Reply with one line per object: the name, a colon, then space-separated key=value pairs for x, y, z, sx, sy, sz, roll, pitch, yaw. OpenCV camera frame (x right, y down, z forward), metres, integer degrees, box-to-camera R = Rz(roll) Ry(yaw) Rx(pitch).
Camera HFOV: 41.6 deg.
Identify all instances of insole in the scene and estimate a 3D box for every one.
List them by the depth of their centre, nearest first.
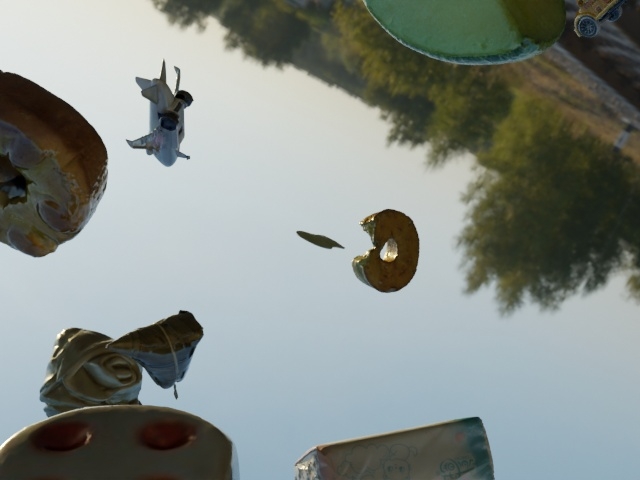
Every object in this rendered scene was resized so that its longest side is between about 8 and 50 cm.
insole: x=0.000 y=0.000 z=1.496 sx=0.065 sy=0.004 sz=0.197 roll=30 pitch=-173 yaw=15

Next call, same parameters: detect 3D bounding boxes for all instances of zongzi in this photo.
zongzi: x=-0.303 y=0.213 z=1.448 sx=0.178 sy=0.189 sz=0.081 roll=-14 pitch=-128 yaw=-39

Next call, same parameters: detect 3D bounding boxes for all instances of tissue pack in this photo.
tissue pack: x=0.109 y=0.357 z=1.294 sx=0.271 sy=0.201 sz=0.124 roll=-6 pitch=-112 yaw=-15

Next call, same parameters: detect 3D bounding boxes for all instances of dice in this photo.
dice: x=-0.258 y=0.408 z=1.067 sx=0.304 sy=0.304 sz=0.277 roll=1 pitch=-155 yaw=-1

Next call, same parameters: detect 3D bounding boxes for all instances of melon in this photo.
melon: x=0.290 y=-0.431 z=1.456 sx=0.331 sy=0.226 sz=0.343 roll=17 pitch=-156 yaw=36

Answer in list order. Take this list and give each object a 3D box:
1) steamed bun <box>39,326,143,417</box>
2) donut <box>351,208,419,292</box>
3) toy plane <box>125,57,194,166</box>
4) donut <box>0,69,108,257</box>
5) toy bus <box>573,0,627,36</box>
steamed bun: x=-0.415 y=0.277 z=1.614 sx=0.211 sy=0.144 sz=0.218 roll=45 pitch=-140 yaw=-32
donut: x=0.083 y=0.014 z=1.089 sx=0.097 sy=0.108 sz=0.043 roll=25 pitch=168 yaw=-37
toy plane: x=-0.331 y=-0.250 z=1.803 sx=0.101 sy=0.255 sz=0.251 roll=12 pitch=-131 yaw=12
donut: x=-0.499 y=-0.129 z=1.370 sx=0.317 sy=0.299 sz=0.150 roll=60 pitch=-143 yaw=-20
toy bus: x=0.386 y=-0.338 z=1.098 sx=0.069 sy=0.162 sz=0.074 roll=-35 pitch=-96 yaw=-31
